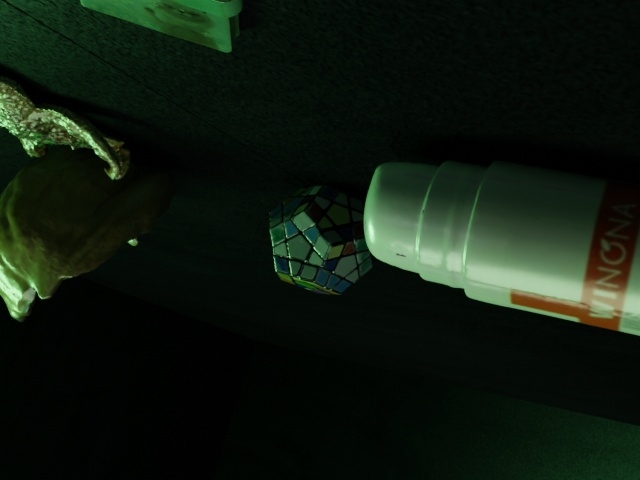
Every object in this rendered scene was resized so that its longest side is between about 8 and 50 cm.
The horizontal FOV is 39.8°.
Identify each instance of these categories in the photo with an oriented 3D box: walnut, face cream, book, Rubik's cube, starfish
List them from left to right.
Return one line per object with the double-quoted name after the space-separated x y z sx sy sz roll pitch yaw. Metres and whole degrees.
-0.278 -0.121 0.836 0.210 0.053 0.150 21 156 0 "starfish"
-0.283 -0.019 0.955 0.141 0.204 0.238 52 151 -10 "walnut"
-0.091 -0.144 0.472 0.103 0.017 0.135 18 169 -1 "book"
0.000 0.000 0.845 0.111 0.111 0.093 12 -164 25 "Rubik's cube"
0.192 0.009 0.587 0.346 0.101 0.102 11 168 20 "face cream"
